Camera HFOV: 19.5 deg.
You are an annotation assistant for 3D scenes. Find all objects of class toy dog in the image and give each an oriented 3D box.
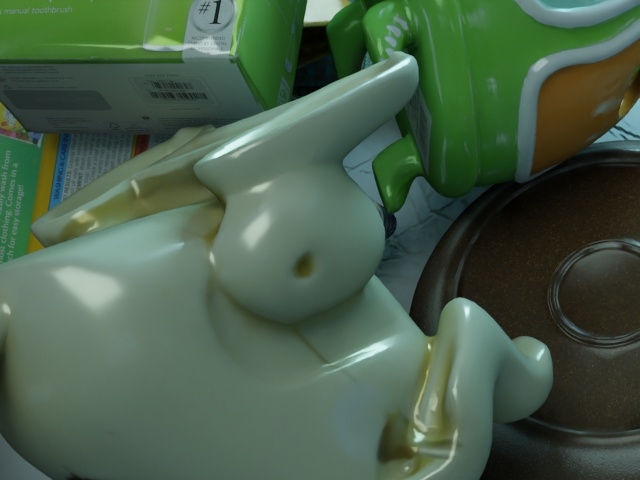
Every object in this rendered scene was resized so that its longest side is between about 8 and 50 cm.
[{"bbox_3d":[-0.016,0.143,1.148,0.284,0.408,0.395,-19,13,40],"label":"toy dog"}]

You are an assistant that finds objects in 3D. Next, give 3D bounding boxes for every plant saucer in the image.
[{"bbox_3d":[0.208,0.047,1.326,0.310,0.050,0.311,-8,56,12],"label":"plant saucer"}]

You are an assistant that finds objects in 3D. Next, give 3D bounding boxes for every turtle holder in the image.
[{"bbox_3d":[0.121,-0.186,1.372,0.227,0.243,0.320,-14,35,-5],"label":"turtle holder"}]

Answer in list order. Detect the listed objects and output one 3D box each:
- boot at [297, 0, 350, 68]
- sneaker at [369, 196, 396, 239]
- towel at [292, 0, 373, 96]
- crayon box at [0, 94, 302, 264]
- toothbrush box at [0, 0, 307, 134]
[{"bbox_3d":[-0.127,-0.206,1.470,0.295,0.104,0.211,-15,62,-22],"label":"boot"},{"bbox_3d":[0.000,0.000,1.424,0.135,0.058,0.052,-12,79,35],"label":"sneaker"},{"bbox_3d":[0.097,-0.280,1.576,0.271,0.040,0.370,-1,61,19],"label":"towel"},{"bbox_3d":[-0.169,-0.029,1.421,0.323,0.083,0.203,10,92,22],"label":"crayon box"},{"bbox_3d":[-0.116,-0.226,1.338,0.206,0.122,0.283,2,67,18],"label":"toothbrush box"}]
